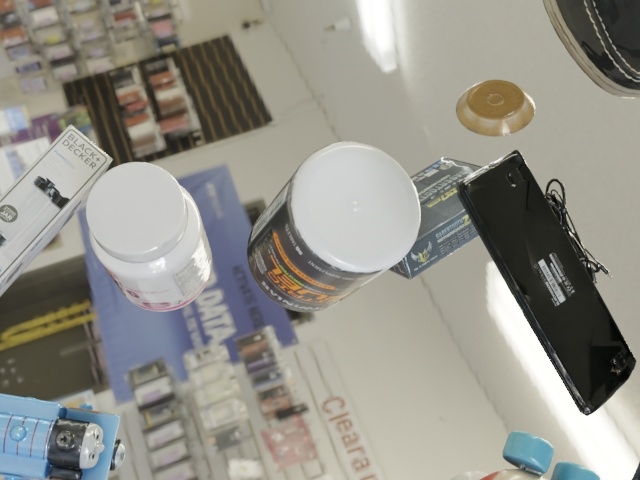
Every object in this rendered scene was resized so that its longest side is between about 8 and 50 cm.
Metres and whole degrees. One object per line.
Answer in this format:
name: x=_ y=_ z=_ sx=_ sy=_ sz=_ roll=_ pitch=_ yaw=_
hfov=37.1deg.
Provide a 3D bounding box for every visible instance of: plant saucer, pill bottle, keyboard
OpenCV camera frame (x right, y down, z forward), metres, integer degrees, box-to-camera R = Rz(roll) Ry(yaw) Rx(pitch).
plant saucer: x=0.185 y=-0.145 z=1.008 sx=0.015 sy=0.083 sz=0.083 roll=78 pitch=-10 yaw=-51
pill bottle: x=0.000 y=0.000 z=0.983 sx=0.130 sy=0.130 sz=0.245 roll=70 pitch=-21 yaw=10
keyboard: x=0.168 y=0.029 z=0.710 sx=0.038 sy=0.100 sz=0.192 roll=-28 pitch=-89 yaw=55
pill bottle: x=-0.252 y=-0.002 z=1.415 sx=0.283 sy=0.160 sz=0.160 roll=93 pitch=-22 yaw=-72

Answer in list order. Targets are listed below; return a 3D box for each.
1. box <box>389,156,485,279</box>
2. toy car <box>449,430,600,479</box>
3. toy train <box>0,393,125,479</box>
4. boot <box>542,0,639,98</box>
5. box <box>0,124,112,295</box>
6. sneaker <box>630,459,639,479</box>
box: x=0.166 y=-0.041 z=1.467 sx=0.183 sy=0.232 sz=0.059 roll=27 pitch=-36 yaw=56
toy car: x=0.276 y=0.430 z=1.489 sx=0.210 sy=0.219 sz=0.238 roll=33 pitch=-22 yaw=-23
toy train: x=-0.259 y=0.165 z=0.802 sx=0.105 sy=0.184 sz=0.080 roll=102 pitch=-2 yaw=-74
boot: x=0.334 y=-0.355 z=0.953 sx=0.284 sy=0.138 sz=0.377 roll=149 pitch=-68 yaw=-74
box: x=-0.462 y=-0.031 z=1.498 sx=0.087 sy=0.290 sz=0.169 roll=39 pitch=-31 yaw=-8
sneaker: x=0.379 y=0.180 z=0.879 sx=0.121 sy=0.300 sz=0.111 roll=51 pitch=-22 yaw=-24
